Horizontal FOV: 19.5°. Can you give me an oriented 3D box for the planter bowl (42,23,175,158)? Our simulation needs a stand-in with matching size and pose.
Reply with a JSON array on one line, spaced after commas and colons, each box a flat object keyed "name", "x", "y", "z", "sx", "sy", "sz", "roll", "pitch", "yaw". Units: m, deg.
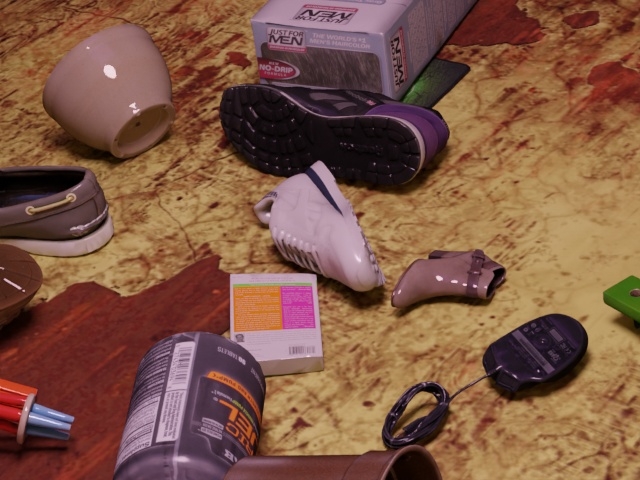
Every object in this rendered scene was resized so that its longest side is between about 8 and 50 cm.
[{"name": "planter bowl", "x": -0.247, "y": -0.171, "z": 2.302, "sx": 0.162, "sy": 0.162, "sz": 0.109, "roll": -28, "pitch": 66, "yaw": -26}]

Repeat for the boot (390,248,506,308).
[{"name": "boot", "x": 0.140, "y": 0.045, "z": 1.986, "sx": 0.087, "sy": 0.042, "sz": 0.118, "roll": 17, "pitch": 42, "yaw": 29}]

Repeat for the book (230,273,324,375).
[{"name": "book", "x": -0.047, "y": 0.088, "z": 1.974, "sx": 0.096, "sy": 0.035, "sz": 0.144, "roll": -4, "pitch": 35, "yaw": 1}]

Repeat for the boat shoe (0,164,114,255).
[{"name": "boat shoe", "x": -0.393, "y": -0.044, "z": 2.185, "sx": 0.305, "sy": 0.091, "sz": 0.109, "roll": 2, "pitch": 36, "yaw": 14}]

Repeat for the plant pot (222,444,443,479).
[{"name": "plant pot", "x": 0.004, "y": 0.254, "z": 1.622, "sx": 0.165, "sy": 0.167, "sz": 0.167, "roll": 2, "pitch": 35, "yaw": 28}]

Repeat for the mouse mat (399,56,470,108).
[{"name": "mouse mat", "x": 0.085, "y": -0.192, "z": 2.372, "sx": 0.152, "sy": 0.007, "sz": 0.190, "roll": 15, "pitch": 42, "yaw": 30}]

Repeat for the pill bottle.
[{"name": "pill bottle", "x": -0.124, "y": 0.207, "z": 1.732, "sx": 0.130, "sy": 0.130, "sz": 0.246, "roll": -4, "pitch": 35, "yaw": 7}]

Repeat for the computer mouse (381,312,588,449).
[{"name": "computer mouse", "x": 0.163, "y": 0.145, "z": 1.848, "sx": 0.242, "sy": 0.041, "sz": 0.071, "roll": -26, "pitch": 55, "yaw": -16}]

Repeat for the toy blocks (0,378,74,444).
[{"name": "toy blocks", "x": -0.320, "y": 0.165, "z": 1.889, "sx": 0.148, "sy": 0.054, "sz": 0.123, "roll": 15, "pitch": 8, "yaw": -2}]

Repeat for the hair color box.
[{"name": "hair color box", "x": 0.075, "y": -0.316, "z": 2.452, "sx": 0.185, "sy": 0.114, "sz": 0.374, "roll": 8, "pitch": 35, "yaw": 24}]

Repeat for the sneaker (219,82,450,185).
[{"name": "sneaker", "x": 0.018, "y": -0.134, "z": 2.245, "sx": 0.283, "sy": 0.107, "sz": 0.124, "roll": 15, "pitch": 26, "yaw": 25}]

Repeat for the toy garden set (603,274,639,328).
[{"name": "toy garden set", "x": 0.446, "y": 0.058, "z": 1.898, "sx": 0.244, "sy": 0.049, "sz": 0.204, "roll": -28, "pitch": 37, "yaw": -27}]

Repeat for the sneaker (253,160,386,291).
[{"name": "sneaker", "x": 0.000, "y": 0.000, "z": 2.057, "sx": 0.094, "sy": 0.090, "sz": 0.235, "roll": -24, "pitch": 29, "yaw": -7}]

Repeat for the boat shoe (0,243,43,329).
[{"name": "boat shoe", "x": -0.417, "y": 0.096, "z": 1.961, "sx": 0.285, "sy": 0.089, "sz": 0.104, "roll": -22, "pitch": 63, "yaw": -38}]
